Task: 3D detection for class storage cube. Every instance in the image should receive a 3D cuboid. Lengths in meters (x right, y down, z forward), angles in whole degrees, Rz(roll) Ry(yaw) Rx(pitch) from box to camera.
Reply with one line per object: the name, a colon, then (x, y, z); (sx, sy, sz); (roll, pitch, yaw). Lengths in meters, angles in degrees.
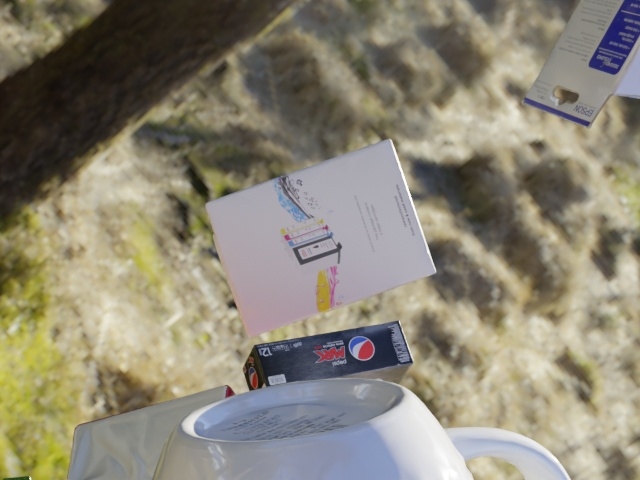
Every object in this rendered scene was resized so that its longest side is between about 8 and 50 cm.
storage cube: (-0.147, 0.297, 1.434); (0.183, 0.215, 0.193); (-88, 157, -49)

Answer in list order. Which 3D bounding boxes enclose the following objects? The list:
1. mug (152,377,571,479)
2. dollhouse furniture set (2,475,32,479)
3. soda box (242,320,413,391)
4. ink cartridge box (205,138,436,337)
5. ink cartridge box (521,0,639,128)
mug: (0.044, 0.265, 0.987); (0.374, 0.276, 0.328); (-13, 99, -31)
dollhouse furniture set: (-0.355, 0.357, 1.613); (0.058, 0.076, 0.151); (101, -18, -62)
soda box: (0.008, 0.132, 1.448); (0.169, 0.060, 0.053); (-7, 61, -22)
ink cartridge box: (0.000, 0.000, 1.657); (0.171, 0.233, 0.168); (35, 36, -88)
ink cartridge box: (0.370, -0.275, 1.582); (0.065, 0.332, 0.165); (28, 6, -26)
